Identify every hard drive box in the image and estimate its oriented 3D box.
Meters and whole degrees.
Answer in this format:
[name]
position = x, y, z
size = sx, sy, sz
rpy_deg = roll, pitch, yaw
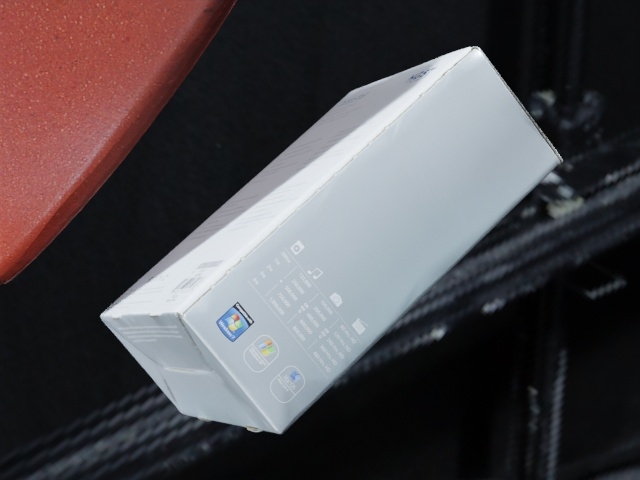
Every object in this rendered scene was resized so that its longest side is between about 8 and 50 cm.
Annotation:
[hard drive box]
position = 0.000, 0.000, 0.835
size = 0.232, 0.181, 0.089
rpy_deg = -43, -77, -18

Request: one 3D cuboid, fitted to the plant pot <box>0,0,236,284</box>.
[plant pot]
position = -0.164, -0.185, 0.800
size = 0.236, 0.267, 0.267
rpy_deg = -29, -62, 35
